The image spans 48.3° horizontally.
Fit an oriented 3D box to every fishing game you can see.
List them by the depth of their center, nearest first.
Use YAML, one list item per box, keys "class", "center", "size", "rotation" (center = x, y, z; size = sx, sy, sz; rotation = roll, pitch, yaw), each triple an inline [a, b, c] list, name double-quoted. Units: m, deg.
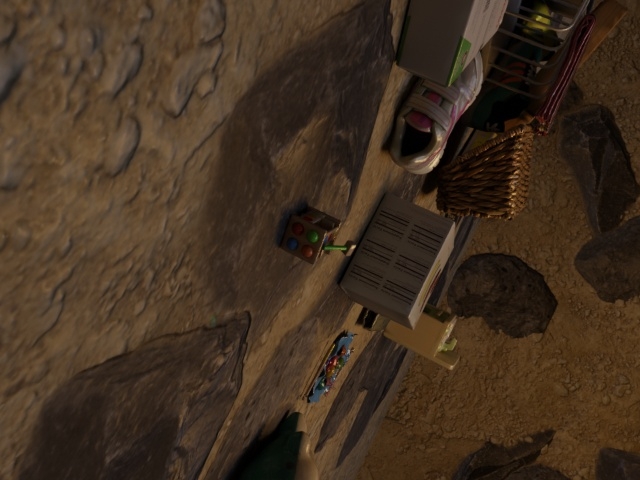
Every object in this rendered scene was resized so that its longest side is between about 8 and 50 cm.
- class: "fishing game"
  center: [0.034, 0.292, 1.612]
  size: [0.189, 0.041, 0.264]
  rotation: [-59, 164, -7]

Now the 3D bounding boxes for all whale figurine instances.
- class: "whale figurine"
  center: [-0.085, 0.439, 1.349]
  size: [0.272, 0.141, 0.216]
  rotation: [-87, -166, -62]

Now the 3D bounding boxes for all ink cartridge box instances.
- class: "ink cartridge box"
  center: [0.210, -0.353, 1.054]
  size: [0.219, 0.092, 0.160]
  rotation: [-50, 160, -42]
- class: "ink cartridge box"
  center: [0.463, -0.227, 2.132]
  size: [0.307, 0.072, 0.304]
  rotation: [-54, 161, -26]

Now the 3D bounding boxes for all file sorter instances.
- class: "file sorter"
  center: [0.474, -0.472, 1.579]
  size: [0.193, 0.173, 0.278]
  rotation: [-59, 164, -15]

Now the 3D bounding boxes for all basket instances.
- class: "basket"
  center: [0.399, -0.184, 1.757]
  size: [0.299, 0.213, 0.223]
  rotation: [-26, 121, -65]

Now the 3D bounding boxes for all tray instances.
- class: "tray"
  center: [0.643, -0.458, 1.935]
  size: [0.411, 0.076, 0.203]
  rotation: [-46, 173, -13]

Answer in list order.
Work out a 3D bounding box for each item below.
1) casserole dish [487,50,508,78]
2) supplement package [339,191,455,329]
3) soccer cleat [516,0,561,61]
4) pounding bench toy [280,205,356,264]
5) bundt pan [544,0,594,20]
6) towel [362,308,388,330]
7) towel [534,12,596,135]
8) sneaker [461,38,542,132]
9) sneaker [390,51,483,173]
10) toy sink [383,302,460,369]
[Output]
- class: "casserole dish"
  center: [0.460, -0.418, 1.870]
  size: [0.114, 0.037, 0.188]
  rotation: [-23, 136, -67]
- class: "supplement package"
  center: [0.159, 0.047, 1.421]
  size: [0.203, 0.149, 0.194]
  rotation: [-63, 165, -8]
- class: "soccer cleat"
  center: [0.601, -0.566, 1.931]
  size: [0.093, 0.121, 0.289]
  rotation: [-64, 164, -1]
- class: "pounding bench toy"
  center: [0.000, 0.000, 0.951]
  size: [0.065, 0.083, 0.052]
  rotation: [-33, 146, -63]
- class: "bundt pan"
  center: [0.633, -0.706, 1.754]
  size: [0.331, 0.124, 0.331]
  rotation: [16, 90, -71]
- class: "towel"
  center: [0.199, 0.088, 1.829]
  size: [0.312, 0.056, 0.324]
  rotation: [-61, 167, -1]
- class: "towel"
  center: [0.550, -0.362, 1.622]
  size: [0.237, 0.037, 0.329]
  rotation: [-67, 166, 8]
- class: "sneaker"
  center: [0.477, -0.371, 1.753]
  size: [0.302, 0.121, 0.108]
  rotation: [-50, 147, -18]
- class: "sneaker"
  center: [0.191, -0.220, 1.189]
  size: [0.111, 0.103, 0.252]
  rotation: [-33, 145, -65]
- class: "toy sink"
  center: [0.336, 0.274, 2.200]
  size: [0.131, 0.234, 0.153]
  rotation: [-67, 163, 13]
